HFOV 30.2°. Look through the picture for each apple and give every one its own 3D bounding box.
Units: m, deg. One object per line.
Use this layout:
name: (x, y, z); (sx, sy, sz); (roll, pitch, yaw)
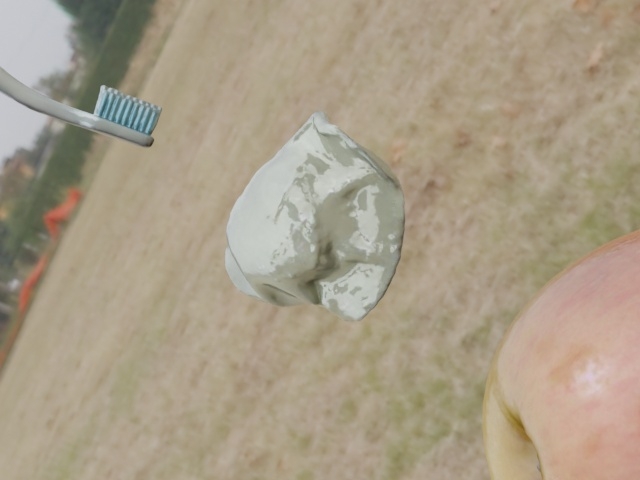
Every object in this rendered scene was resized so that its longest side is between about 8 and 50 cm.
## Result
apple: (0.307, 0.160, 0.990); (0.364, 0.364, 0.364); (-58, 15, 26)

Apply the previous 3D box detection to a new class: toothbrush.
toothbrush: (-0.199, -0.101, 0.557); (0.026, 0.263, 0.022); (-68, 14, -2)

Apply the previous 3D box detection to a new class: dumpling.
dumpling: (-0.001, 0.001, 0.892); (0.169, 0.134, 0.100); (-48, -15, 16)
